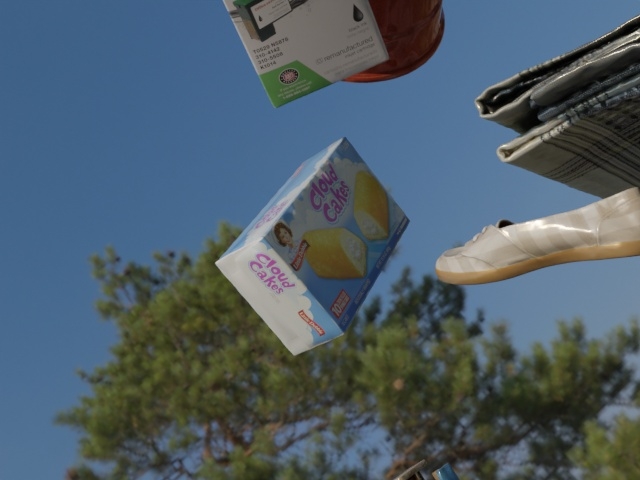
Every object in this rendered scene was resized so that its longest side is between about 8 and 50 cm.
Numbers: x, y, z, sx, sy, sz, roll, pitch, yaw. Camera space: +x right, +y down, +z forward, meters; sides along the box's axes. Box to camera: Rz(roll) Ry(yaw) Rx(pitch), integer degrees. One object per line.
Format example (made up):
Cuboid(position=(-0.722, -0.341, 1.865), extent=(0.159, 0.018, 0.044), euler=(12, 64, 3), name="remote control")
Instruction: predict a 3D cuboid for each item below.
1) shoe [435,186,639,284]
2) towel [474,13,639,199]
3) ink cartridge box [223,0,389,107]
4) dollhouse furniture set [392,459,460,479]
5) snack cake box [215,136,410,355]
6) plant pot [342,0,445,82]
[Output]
Cuboid(position=(0.200, -0.001, 0.832), extent=(0.219, 0.058, 0.077), euler=(-12, 3, 39), name="shoe")
Cuboid(position=(0.342, -0.121, 0.807), extent=(0.312, 0.056, 0.324), euler=(-23, -27, 36), name="towel")
Cuboid(position=(-0.032, -0.294, 1.074), extent=(0.160, 0.092, 0.219), euler=(-23, -54, 5), name="ink cartridge box")
Cuboid(position=(0.189, 0.414, 1.327), extent=(0.129, 0.183, 0.129), euler=(-18, -20, -51), name="dollhouse furniture set")
Cuboid(position=(0.000, 0.000, 1.137), extent=(0.089, 0.152, 0.264), euler=(-28, 17, 37), name="snack cake box")
Cuboid(position=(0.059, -0.407, 1.237), extent=(0.272, 0.272, 0.265), euler=(-31, -26, -22), name="plant pot")
